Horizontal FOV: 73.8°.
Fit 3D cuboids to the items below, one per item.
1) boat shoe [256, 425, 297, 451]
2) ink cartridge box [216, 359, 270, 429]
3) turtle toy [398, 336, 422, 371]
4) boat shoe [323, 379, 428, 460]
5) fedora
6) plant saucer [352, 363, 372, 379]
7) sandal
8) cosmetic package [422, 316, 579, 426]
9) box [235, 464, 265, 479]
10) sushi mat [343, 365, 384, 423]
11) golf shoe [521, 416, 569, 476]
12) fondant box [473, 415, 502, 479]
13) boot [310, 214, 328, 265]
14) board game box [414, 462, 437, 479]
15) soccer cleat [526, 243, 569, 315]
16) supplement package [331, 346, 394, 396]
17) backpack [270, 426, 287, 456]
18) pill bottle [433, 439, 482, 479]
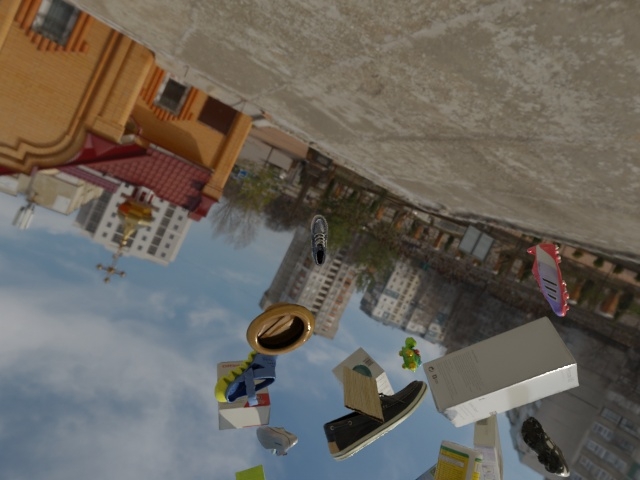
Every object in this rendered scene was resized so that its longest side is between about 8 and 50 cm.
[{"bbox_3d":[-0.174,0.795,1.712,0.076,0.083,0.226,-2,177,-38],"label":"boat shoe"},{"bbox_3d":[-0.322,0.624,1.752,0.197,0.114,0.272,0,-156,-15],"label":"ink cartridge box"},{"bbox_3d":[0.346,0.436,1.629,0.066,0.130,0.095,-9,167,-15],"label":"turtle toy"},{"bbox_3d":[0.233,0.704,1.765,0.155,0.501,0.186,60,161,14],"label":"boat shoe"},{"bbox_3d":[-0.114,0.232,1.187,0.195,0.194,0.079,24,-158,-28],"label":"fedora"},{"bbox_3d":[0.175,0.609,1.884,0.120,0.119,0.021,24,152,-22],"label":"plant saucer"},{"bbox_3d":[-0.202,0.445,1.451,0.138,0.317,0.126,19,136,29],"label":"sandal"},{"bbox_3d":[0.529,0.396,1.258,0.217,0.385,0.156,46,-156,-45],"label":"cosmetic package"},{"bbox_3d":[-0.254,0.953,1.603,0.109,0.042,0.178,-14,-139,-8],"label":"box"},{"bbox_3d":[0.155,0.568,1.601,0.152,0.019,0.316,21,-172,-1],"label":"sushi mat"},{"bbox_3d":[0.717,0.663,1.364,0.094,0.077,0.198,37,-158,-19],"label":"golf shoe"},{"bbox_3d":[0.787,0.994,1.990,0.096,0.329,0.238,-8,-162,25],"label":"fondant box"},{"bbox_3d":[0.000,0.000,1.641,0.069,0.189,0.086,-3,-166,-7],"label":"boot"},{"bbox_3d":[0.412,0.873,1.478,0.039,0.212,0.160,58,175,-26],"label":"board game box"},{"bbox_3d":[0.724,0.124,1.357,0.095,0.247,0.083,-12,149,31],"label":"soccer cleat"},{"bbox_3d":[0.222,0.727,2.161,0.199,0.198,0.262,39,159,48],"label":"supplement package"},{"bbox_3d":[-0.204,0.974,2.075,0.084,0.104,0.114,5,-149,-22],"label":"backpack"},{"bbox_3d":[0.379,0.687,1.201,0.118,0.208,0.117,16,161,5],"label":"pill bottle"}]
